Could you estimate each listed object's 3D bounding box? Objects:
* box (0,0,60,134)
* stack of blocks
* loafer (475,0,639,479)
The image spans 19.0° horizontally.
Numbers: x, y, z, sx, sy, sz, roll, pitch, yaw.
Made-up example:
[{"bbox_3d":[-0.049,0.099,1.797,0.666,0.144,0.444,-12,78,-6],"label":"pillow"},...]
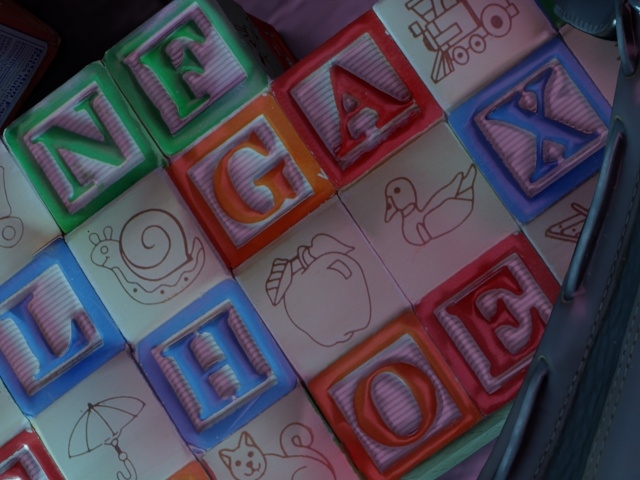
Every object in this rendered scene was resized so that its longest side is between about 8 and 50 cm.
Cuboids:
[{"bbox_3d":[-0.228,-0.011,0.693,0.122,0.128,0.257,36,97,17],"label":"box"},{"bbox_3d":[0.000,0.000,0.641,0.297,0.087,0.171,-36,78,11],"label":"stack of blocks"},{"bbox_3d":[0.094,-0.039,0.518,0.095,0.109,0.303,8,91,20],"label":"loafer"}]
